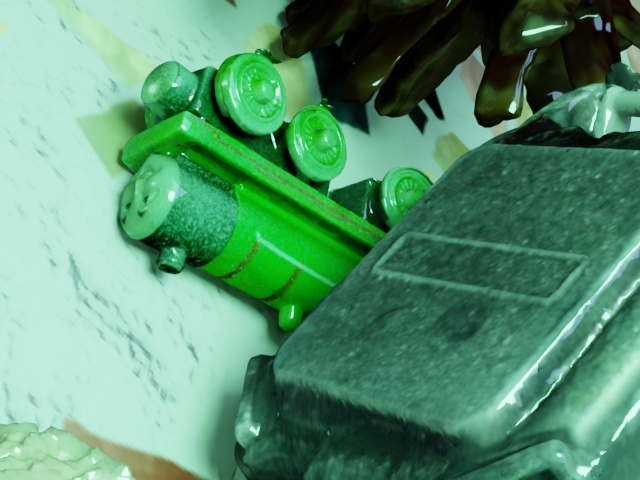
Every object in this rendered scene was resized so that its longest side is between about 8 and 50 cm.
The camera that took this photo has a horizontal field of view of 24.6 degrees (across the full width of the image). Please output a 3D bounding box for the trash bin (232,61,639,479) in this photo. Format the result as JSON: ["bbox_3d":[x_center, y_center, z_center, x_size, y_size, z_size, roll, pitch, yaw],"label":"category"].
[{"bbox_3d":[0.177,0.128,0.701,0.296,0.255,0.368,-47,116,-21],"label":"trash bin"}]

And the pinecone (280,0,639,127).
[{"bbox_3d":[0.098,-0.240,0.835,0.397,0.397,0.398,33,41,-35],"label":"pinecone"}]

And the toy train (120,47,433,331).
[{"bbox_3d":[0.000,0.000,0.776,0.251,0.085,0.119,29,58,-33],"label":"toy train"}]

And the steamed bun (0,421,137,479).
[{"bbox_3d":[-0.130,0.122,0.417,0.200,0.170,0.225,51,32,-4],"label":"steamed bun"}]
